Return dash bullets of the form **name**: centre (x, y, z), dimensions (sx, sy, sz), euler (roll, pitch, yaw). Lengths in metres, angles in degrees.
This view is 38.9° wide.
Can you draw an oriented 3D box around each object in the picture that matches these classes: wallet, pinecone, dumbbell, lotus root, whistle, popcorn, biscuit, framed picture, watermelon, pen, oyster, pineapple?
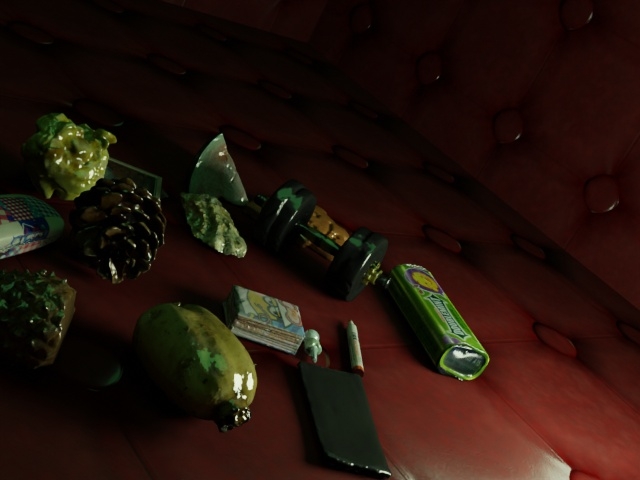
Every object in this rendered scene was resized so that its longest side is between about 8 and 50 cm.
- **wallet**: centre (0.041, 0.330, 1.694), dimensions (0.146, 0.030, 0.285), euler (22, 24, -23)
- **pinecone**: centre (-0.396, -0.017, 1.756), dimensions (0.179, 0.184, 0.204), euler (26, 46, -30)
- **dumbbell**: centre (0.000, 0.000, 2.166), dimensions (0.388, 0.185, 0.185), euler (33, 22, 13)
- **lotus root**: centre (-0.207, 0.207, 1.522), dimensions (0.160, 0.146, 0.284), euler (-14, 47, -34)
- **whistle**: centre (-0.017, 0.216, 1.867), dimensions (0.035, 0.035, 0.100), euler (21, 25, -17)
- **popcorn**: centre (-0.535, -0.178, 1.916), dimensions (0.185, 0.187, 0.167), euler (12, 33, -16)
- **biscuit**: centre (-0.058, -0.049, 2.384), dimensions (0.306, 0.043, 0.284), euler (17, 25, -26)
- **framed picture**: centre (-0.461, -0.125, 2.117), dimensions (0.184, 0.016, 0.250), euler (22, 22, -16)
- **watermelon**: centre (-0.281, -0.161, 2.376), dimensions (0.207, 0.136, 0.202), euler (93, -23, -86)
- **pen**: centre (0.073, 0.228, 1.956), dimensions (0.026, 0.026, 0.218), euler (23, 22, -13)
- **oyster**: centre (-0.240, -0.040, 2.121), dimensions (0.133, 0.072, 0.209), euler (8, 31, -35)
- **pineapple**: centre (-0.564, 0.093, 1.377), dimensions (0.364, 0.165, 0.165), euler (14, 25, -12)

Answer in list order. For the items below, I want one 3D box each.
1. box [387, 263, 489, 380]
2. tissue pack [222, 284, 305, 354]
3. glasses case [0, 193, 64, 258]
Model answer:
- **box**: centre (0.276, 0.189, 2.184), dimensions (0.134, 0.097, 0.345), euler (17, 24, -27)
- **tissue pack**: centre (-0.115, 0.158, 1.837), dimensions (0.155, 0.065, 0.115), euler (19, 24, -20)
- **glasses case**: centre (-0.601, -0.022, 1.646), dimensions (0.125, 0.076, 0.327), euler (36, 24, 16)
